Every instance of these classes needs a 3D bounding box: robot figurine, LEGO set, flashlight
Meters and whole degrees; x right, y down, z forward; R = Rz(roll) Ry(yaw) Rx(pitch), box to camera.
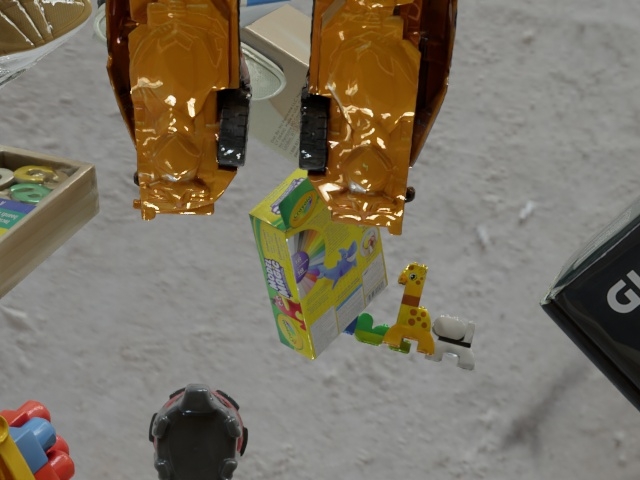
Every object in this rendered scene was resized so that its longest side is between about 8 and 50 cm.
[{"bbox_3d":[-0.020,-0.139,0.646,0.211,0.085,0.291,4,124,0],"label":"robot figurine"},{"bbox_3d":[0.073,0.068,1.490,0.227,0.087,0.093,15,81,1],"label":"LEGO set"},{"bbox_3d":[-0.116,0.192,1.273,0.103,0.304,0.103,44,85,-2],"label":"flashlight"}]

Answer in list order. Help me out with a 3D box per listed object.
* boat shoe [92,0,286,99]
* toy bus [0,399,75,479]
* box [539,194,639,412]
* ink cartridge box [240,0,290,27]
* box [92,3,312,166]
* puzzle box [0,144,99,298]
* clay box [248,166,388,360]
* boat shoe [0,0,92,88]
[{"bbox_3d":[-0.133,-0.223,1.458,0.233,0.084,0.079,23,49,-30],"label":"boat shoe"},{"bbox_3d":[-0.241,0.218,0.937,0.211,0.149,0.220,-38,113,-42],"label":"toy bus"},{"bbox_3d":[0.203,0.007,0.385,0.175,0.220,0.051,47,27,1],"label":"box"},{"bbox_3d":[-0.127,-0.281,1.094,0.134,0.078,0.231,-22,90,-54],"label":"ink cartridge box"},{"bbox_3d":[-0.100,-0.230,1.634,0.311,0.148,0.121,31,119,-2],"label":"box"},{"bbox_3d":[-0.430,-0.024,1.132,0.272,0.409,0.052,-52,149,-53],"label":"puzzle box"},{"bbox_3d":[0.000,0.000,1.334,0.127,0.053,0.222,-44,143,-29],"label":"clay box"},{"bbox_3d":[-0.413,-0.235,1.687,0.277,0.098,0.096,-27,160,-15],"label":"boat shoe"}]
